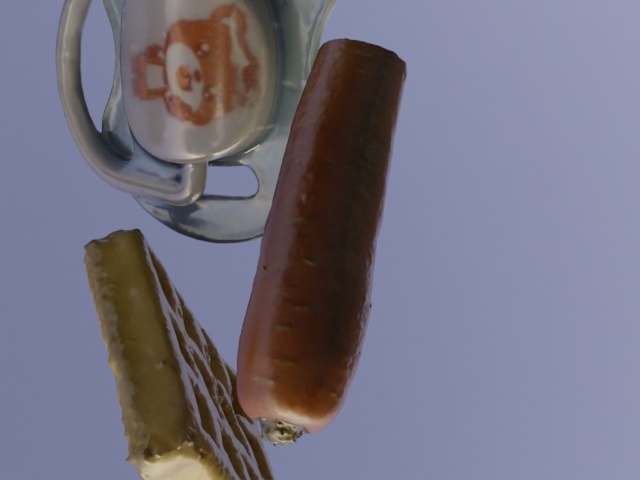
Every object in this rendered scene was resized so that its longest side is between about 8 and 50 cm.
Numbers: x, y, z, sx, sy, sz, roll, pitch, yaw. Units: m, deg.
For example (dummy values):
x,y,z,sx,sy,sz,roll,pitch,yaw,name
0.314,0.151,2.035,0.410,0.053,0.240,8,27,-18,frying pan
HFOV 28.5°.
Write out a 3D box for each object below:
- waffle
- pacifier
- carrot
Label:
x,y,z,sx,sy,sz,roll,pitch,yaw,name
-0.093,0.139,0.957,0.248,0.055,0.221,64,-178,-45,waffle
-0.074,-0.144,0.979,0.207,0.227,0.279,-24,-62,-61,pacifier
0.000,0.000,0.682,0.067,0.067,0.225,26,-114,-36,carrot
